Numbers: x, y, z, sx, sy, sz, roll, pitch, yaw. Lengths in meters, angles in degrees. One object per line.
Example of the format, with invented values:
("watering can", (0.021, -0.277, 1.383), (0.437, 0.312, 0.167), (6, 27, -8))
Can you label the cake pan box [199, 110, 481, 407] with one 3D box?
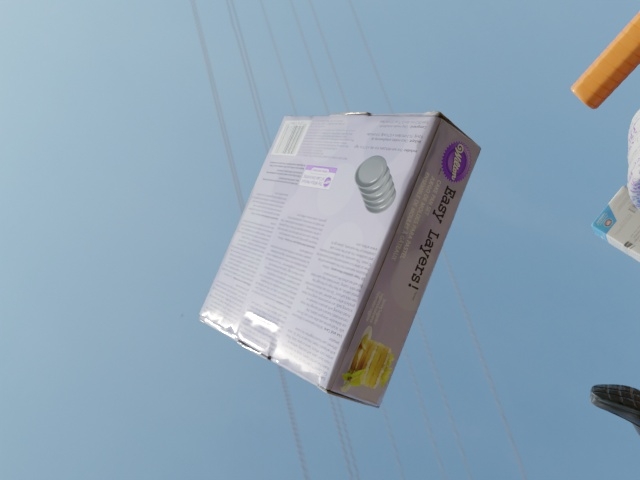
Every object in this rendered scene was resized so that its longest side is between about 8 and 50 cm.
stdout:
("cake pan box", (0.000, 0.000, 0.661), (0.070, 0.266, 0.246), (28, -99, -34))

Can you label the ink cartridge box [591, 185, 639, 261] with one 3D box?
("ink cartridge box", (0.636, -0.013, 1.327), (0.180, 0.060, 0.104), (41, -88, 33))

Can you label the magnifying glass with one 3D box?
("magnifying glass", (0.280, -0.197, 0.516), (0.026, 0.231, 0.092), (-4, -129, -43))

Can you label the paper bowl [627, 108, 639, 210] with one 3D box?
("paper bowl", (0.500, -0.119, 0.767), (0.284, 0.284, 0.148), (14, -108, -13))

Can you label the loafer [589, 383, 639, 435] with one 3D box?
("loafer", (0.471, 0.259, 0.987), (0.170, 0.061, 0.062), (19, -154, 14))
